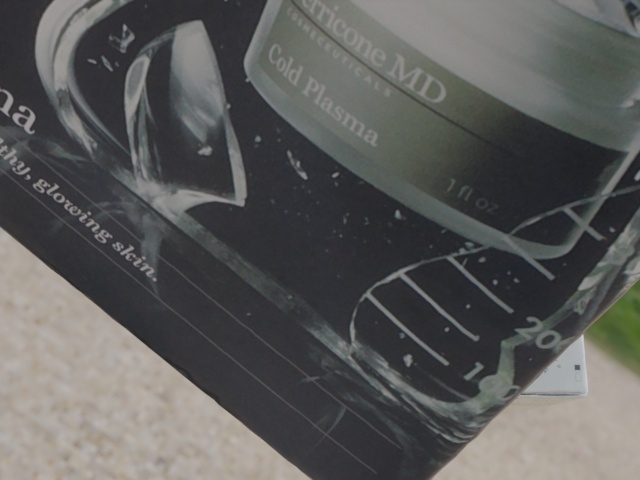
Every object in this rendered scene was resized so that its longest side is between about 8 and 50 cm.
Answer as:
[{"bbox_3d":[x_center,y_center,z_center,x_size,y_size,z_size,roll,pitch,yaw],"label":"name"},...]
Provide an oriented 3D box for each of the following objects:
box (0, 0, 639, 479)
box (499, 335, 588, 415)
[{"bbox_3d":[0.015,-0.187,0.974,0.480,0.472,0.297,39,41,0],"label":"box"},{"bbox_3d":[0.077,0.083,1.398,0.094,0.113,0.275,4,-15,-32],"label":"box"}]
